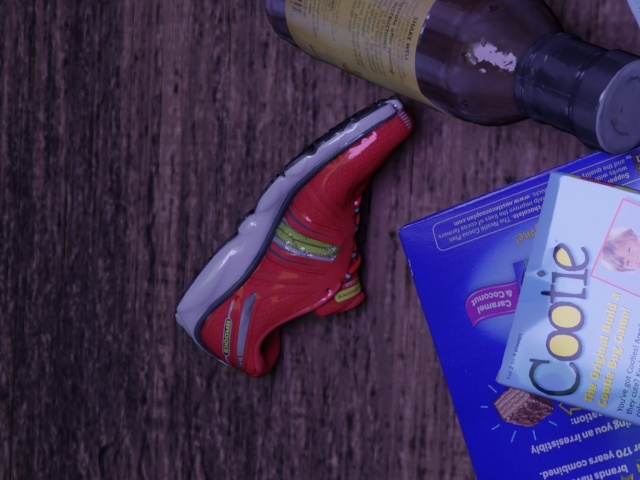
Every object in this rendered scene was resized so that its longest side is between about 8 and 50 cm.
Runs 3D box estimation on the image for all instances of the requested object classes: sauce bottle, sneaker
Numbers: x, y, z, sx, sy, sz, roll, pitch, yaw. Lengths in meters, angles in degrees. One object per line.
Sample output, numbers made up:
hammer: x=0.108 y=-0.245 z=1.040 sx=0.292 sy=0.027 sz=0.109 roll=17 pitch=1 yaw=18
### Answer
sauce bottle: x=0.099 y=-0.149 z=1.276 sx=0.344 sy=0.111 sz=0.111 roll=31 pitch=106 yaw=44
sneaker: x=0.000 y=0.000 z=1.409 sx=0.118 sy=0.107 sz=0.279 roll=41 pitch=114 yaw=3

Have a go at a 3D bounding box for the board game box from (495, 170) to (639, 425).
board game box: x=0.275 y=0.059 z=1.083 sx=0.275 sy=0.142 sz=0.144 roll=16 pitch=94 yaw=22

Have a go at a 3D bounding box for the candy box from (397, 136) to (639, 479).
candy box: x=0.234 y=0.098 z=1.248 sx=0.268 sy=0.122 sz=0.317 roll=-20 pitch=80 yaw=26

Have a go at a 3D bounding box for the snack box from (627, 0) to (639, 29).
snack box: x=0.293 y=-0.214 z=1.172 sx=0.187 sy=0.060 sz=0.322 roll=-28 pitch=57 yaw=18
